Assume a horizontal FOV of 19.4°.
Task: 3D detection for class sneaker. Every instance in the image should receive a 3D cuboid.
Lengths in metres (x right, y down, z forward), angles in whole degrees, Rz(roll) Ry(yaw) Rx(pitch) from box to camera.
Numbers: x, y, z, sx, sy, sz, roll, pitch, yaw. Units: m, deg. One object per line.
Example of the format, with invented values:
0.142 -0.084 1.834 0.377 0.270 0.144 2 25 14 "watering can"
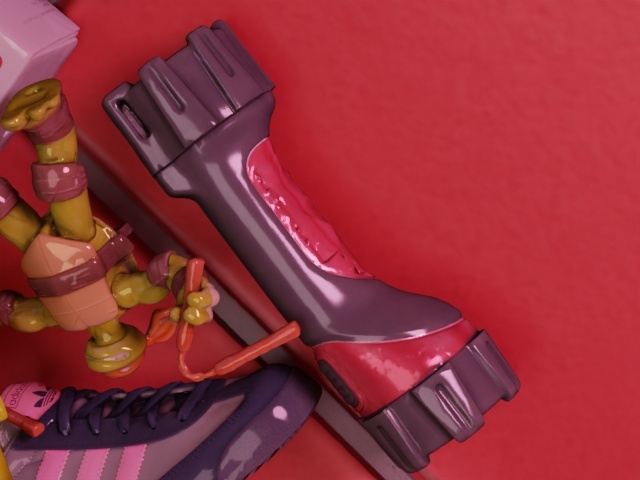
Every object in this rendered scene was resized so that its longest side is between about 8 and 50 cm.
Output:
-0.151 0.141 1.264 0.319 0.112 0.131 -30 100 23 "sneaker"

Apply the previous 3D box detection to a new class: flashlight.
0.000 0.000 1.183 0.103 0.103 0.304 -36 90 29 "flashlight"

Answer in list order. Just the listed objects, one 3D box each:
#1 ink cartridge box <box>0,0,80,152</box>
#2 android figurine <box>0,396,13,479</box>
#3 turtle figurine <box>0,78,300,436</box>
-0.277 -0.140 1.228 0.190 0.082 0.140 40 115 3 "ink cartridge box"
-0.280 0.048 1.202 0.248 0.056 0.273 -10 103 61 "android figurine"
-0.151 0.007 1.185 0.269 0.087 0.217 -10 118 31 "turtle figurine"
